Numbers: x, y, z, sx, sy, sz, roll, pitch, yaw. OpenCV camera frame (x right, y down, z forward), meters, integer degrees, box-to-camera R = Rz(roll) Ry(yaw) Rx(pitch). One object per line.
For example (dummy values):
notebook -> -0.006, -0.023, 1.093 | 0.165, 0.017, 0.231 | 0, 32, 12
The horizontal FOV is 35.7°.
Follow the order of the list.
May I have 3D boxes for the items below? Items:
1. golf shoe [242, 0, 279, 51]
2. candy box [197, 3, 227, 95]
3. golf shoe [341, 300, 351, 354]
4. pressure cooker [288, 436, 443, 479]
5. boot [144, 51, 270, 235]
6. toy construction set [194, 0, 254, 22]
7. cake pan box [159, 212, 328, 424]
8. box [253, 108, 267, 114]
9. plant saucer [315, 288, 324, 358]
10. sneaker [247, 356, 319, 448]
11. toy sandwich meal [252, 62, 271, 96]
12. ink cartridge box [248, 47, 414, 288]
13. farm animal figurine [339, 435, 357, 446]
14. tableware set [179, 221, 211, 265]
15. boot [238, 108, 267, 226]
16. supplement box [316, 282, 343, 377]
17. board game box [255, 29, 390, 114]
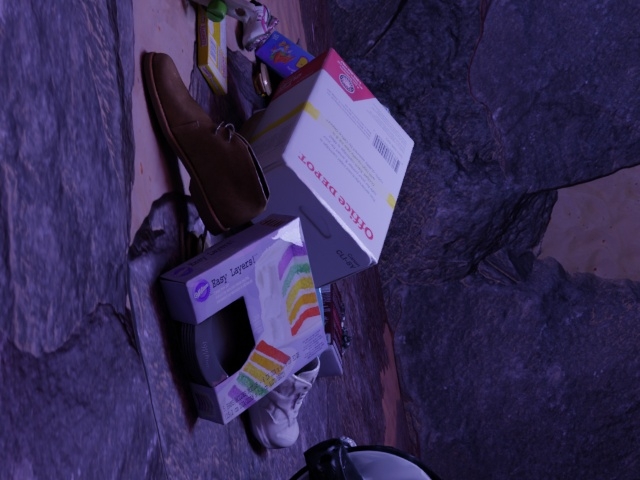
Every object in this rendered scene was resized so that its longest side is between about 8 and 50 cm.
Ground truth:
golf shoe -> -0.151, -0.477, 2.204 | 0.086, 0.067, 0.186 | 47, 24, -17
candy box -> -0.205, -0.389, 1.885 | 0.105, 0.027, 0.206 | 62, 22, -63
golf shoe -> 0.026, 0.229, 2.613 | 0.198, 0.077, 0.094 | -98, -160, -47
pressure cooker -> 0.090, 0.563, 1.732 | 0.375, 0.370, 0.420 | -56, 143, -31
boot -> -0.176, -0.165, 1.556 | 0.112, 0.115, 0.305 | -67, 134, -68
toy construction set -> -0.171, -0.535, 1.757 | 0.309, 0.257, 0.237 | 40, 55, -37
cake pan box -> -0.114, 0.118, 1.536 | 0.267, 0.070, 0.245 | -30, 116, -42
box -> -0.026, -0.155, 2.303 | 0.345, 0.168, 0.215 | 51, 32, -72
plant saucer -> -0.060, 0.115, 2.179 | 0.317, 0.044, 0.317 | -11, 90, -76
sneaker -> -0.065, 0.274, 1.776 | 0.305, 0.152, 0.114 | 74, 10, -45
toy sandwich meal -> -0.134, -0.367, 2.277 | 0.085, 0.029, 0.085 | -12, 90, -84
ink cartridge box -> 0.008, -0.142, 1.916 | 0.279, 0.160, 0.384 | 47, 38, -22
farm animal figurine -> 0.085, 0.646, 2.249 | 0.327, 0.172, 0.330 | -57, 138, -75
tableware set -> -0.183, 0.076, 1.589 | 0.128, 0.039, 0.194 | 55, 28, -68
boot -> -0.109, -0.118, 2.049 | 0.295, 0.104, 0.211 | -79, 164, -49
supplement box -> 0.009, 0.205, 2.476 | 0.130, 0.073, 0.239 | 71, 16, -50
board game box -> 0.023, -0.331, 2.357 | 0.347, 0.078, 0.233 | 38, -5, 19
